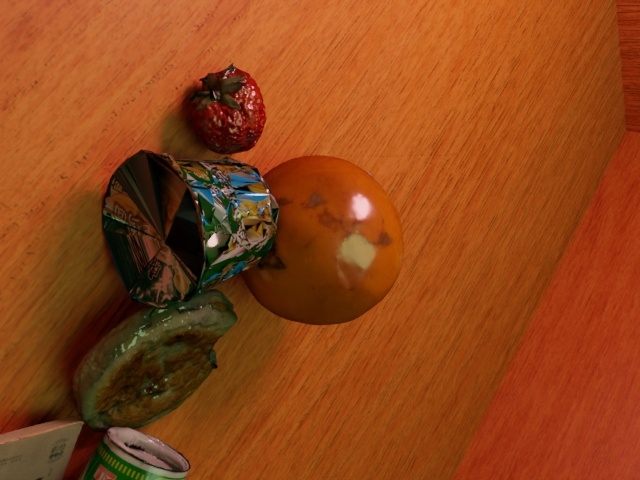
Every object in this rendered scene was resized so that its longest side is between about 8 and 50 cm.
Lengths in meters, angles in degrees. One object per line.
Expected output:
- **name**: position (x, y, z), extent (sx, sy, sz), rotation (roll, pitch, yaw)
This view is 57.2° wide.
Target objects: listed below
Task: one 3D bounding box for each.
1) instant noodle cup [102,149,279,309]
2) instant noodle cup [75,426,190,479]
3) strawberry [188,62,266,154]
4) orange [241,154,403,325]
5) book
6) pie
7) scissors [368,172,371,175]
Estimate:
- **instant noodle cup**: position (-0.189, -0.027, 0.895), extent (0.178, 0.240, 0.240), rotation (-17, 117, -52)
- **instant noodle cup**: position (-0.313, 0.428, 0.903), extent (0.207, 0.207, 0.233), rotation (38, 75, -49)
- **strawberry**: position (-0.144, -0.202, 0.960), extent (0.131, 0.131, 0.148), rotation (-50, 128, -25)
- **orange**: position (0.000, 0.000, 1.057), extent (0.312, 0.312, 0.312), rotation (-21, 119, -43)
- **book**: position (-0.470, 0.393, 0.825), extent (0.215, 0.025, 0.283), rotation (2, 113, -60)
- **pie**: position (-0.266, 0.201, 0.968), extent (0.302, 0.067, 0.302), rotation (-36, 151, -24)
- **scissors**: position (0.065, -0.046, 1.292), extent (0.030, 0.125, 0.256), rotation (37, 61, -24)
